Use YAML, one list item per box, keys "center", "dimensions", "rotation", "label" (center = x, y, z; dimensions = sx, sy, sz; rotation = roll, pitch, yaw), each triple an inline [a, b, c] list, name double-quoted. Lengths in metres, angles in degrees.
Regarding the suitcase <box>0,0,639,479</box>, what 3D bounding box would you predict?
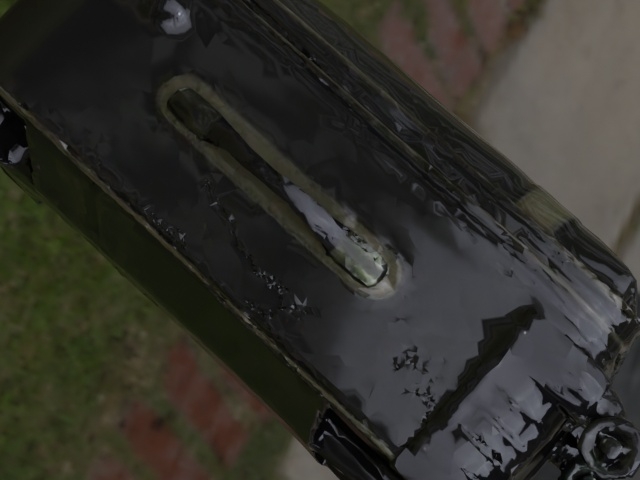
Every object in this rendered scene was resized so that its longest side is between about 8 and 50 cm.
- center: [0.000, 0.000, 1.060]
  dimensions: [0.194, 0.434, 0.283]
  rotation: [-48, 168, -7]
  label: "suitcase"
